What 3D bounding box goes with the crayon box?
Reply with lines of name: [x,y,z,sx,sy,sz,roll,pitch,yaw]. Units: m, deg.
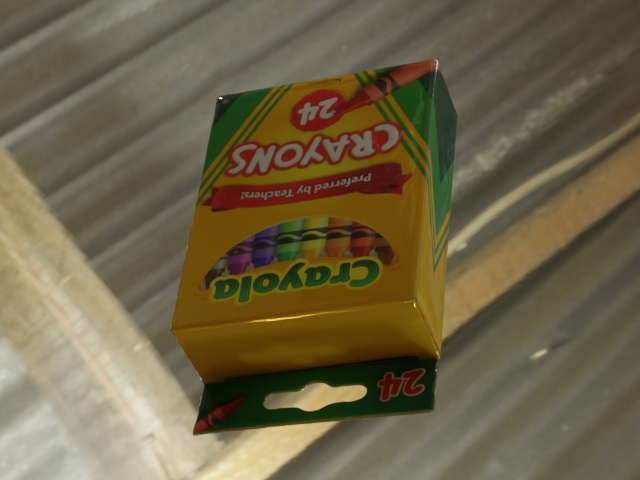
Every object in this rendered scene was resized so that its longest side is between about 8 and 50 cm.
crayon box: [0.000,0.000,1.317,0.081,0.202,0.318,65,-157,-44]
